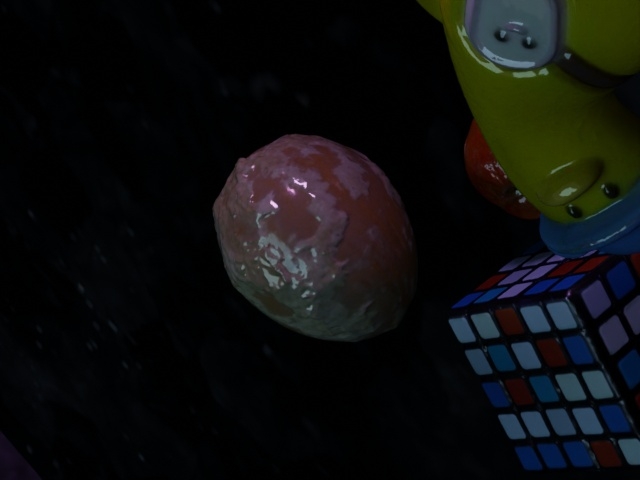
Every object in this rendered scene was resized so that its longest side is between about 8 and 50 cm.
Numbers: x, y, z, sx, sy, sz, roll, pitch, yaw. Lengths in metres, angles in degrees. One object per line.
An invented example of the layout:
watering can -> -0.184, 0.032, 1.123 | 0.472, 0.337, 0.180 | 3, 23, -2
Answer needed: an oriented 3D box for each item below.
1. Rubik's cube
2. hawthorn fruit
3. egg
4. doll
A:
Rubik's cube -> 0.261, 0.090, 1.493 | 0.184, 0.187, 0.182 | -13, 108, 53
hawthorn fruit -> 0.188, -0.079, 1.503 | 0.128, 0.128, 0.128 | 32, 140, 31
egg -> 0.000, 0.000, 1.734 | 0.245, 0.203, 0.203 | 47, 147, -5
doll -> 0.148, -0.128, 0.981 | 0.199, 0.145, 0.363 | 7, 133, 16
